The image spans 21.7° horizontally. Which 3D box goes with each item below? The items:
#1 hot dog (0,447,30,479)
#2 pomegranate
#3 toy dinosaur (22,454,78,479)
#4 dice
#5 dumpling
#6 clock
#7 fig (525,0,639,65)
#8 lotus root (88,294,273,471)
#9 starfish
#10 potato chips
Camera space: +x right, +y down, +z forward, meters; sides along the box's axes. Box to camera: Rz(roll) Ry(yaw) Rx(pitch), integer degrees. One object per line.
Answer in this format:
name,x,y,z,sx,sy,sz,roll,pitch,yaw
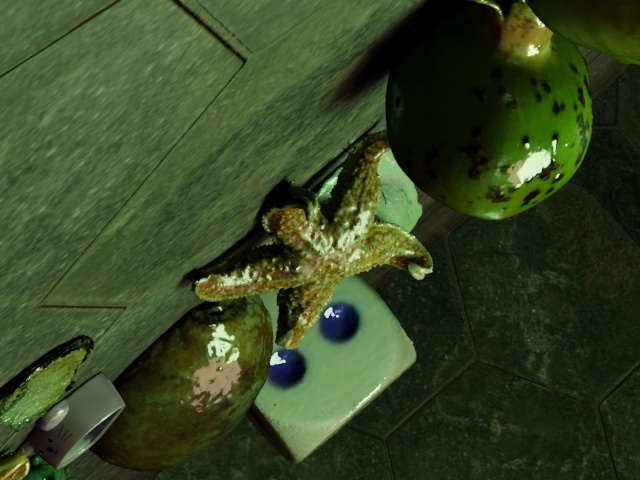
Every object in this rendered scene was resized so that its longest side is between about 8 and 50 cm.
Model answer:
hot dog,-0.403,0.293,1.993,0.133,0.041,0.056,-38,151,-25
pomegranate,0.170,-0.146,1.664,0.231,0.231,0.286,-40,163,-13
toy dinosaur,-0.382,0.320,2.123,0.120,0.079,0.292,-44,170,5
dice,-0.019,0.174,2.537,0.251,0.243,0.259,-40,171,-10
dumpling,0.057,-0.040,2.126,0.216,0.105,0.149,-15,159,-38
clock,-0.309,0.233,2.065,0.110,0.050,0.153,-35,171,-39
fig,0.318,-0.291,1.374,0.316,0.316,0.316,-41,173,-6
lotus root,-0.182,0.212,2.269,0.210,0.142,0.314,-32,167,-47
starfish,0.003,0.000,1.988,0.312,0.113,0.303,-41,146,-2
potato chips,-0.326,0.180,1.760,0.220,0.029,0.202,-41,173,-30
